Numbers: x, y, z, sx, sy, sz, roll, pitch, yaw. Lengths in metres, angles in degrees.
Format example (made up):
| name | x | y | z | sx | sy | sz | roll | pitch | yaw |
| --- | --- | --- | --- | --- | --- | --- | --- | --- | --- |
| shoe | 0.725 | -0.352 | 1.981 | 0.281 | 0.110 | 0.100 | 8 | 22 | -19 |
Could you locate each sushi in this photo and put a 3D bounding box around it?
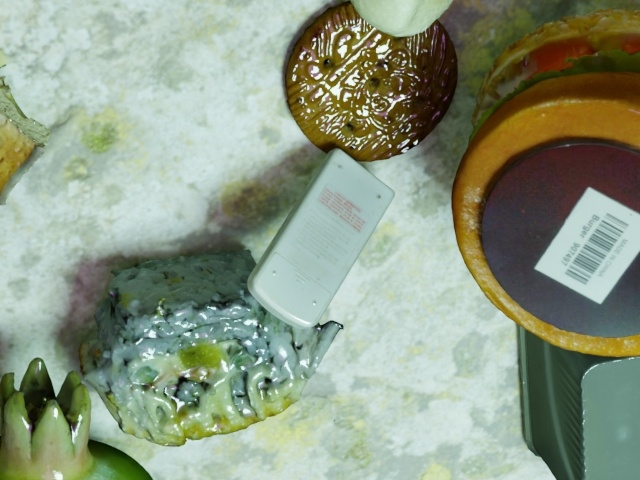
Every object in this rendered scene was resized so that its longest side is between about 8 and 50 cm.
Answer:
| name | x | y | z | sx | sy | sz | roll | pitch | yaw |
| --- | --- | --- | --- | --- | --- | --- | --- | --- | --- |
| sushi | -0.123 | 0.111 | 1.731 | 0.274 | 0.139 | 0.184 | -10 | 122 | -12 |

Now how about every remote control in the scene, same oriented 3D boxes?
| name | x | y | z | sx | sy | sz | roll | pitch | yaw |
| --- | --- | --- | --- | --- | --- | --- | --- | --- | --- |
| remote control | 0.000 | 0.000 | 1.676 | 0.087 | 0.029 | 0.190 | 36 | 67 | -13 |

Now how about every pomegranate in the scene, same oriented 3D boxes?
| name | x | y | z | sx | sy | sz | roll | pitch | yaw |
| --- | --- | --- | --- | --- | --- | --- | --- | --- | --- |
| pomegranate | -0.309 | 0.291 | 1.741 | 0.310 | 0.216 | 0.358 | 0 | 108 | -15 |

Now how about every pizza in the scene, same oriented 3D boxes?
| name | x | y | z | sx | sy | sz | roll | pitch | yaw |
| --- | --- | --- | --- | --- | --- | --- | --- | --- | --- |
| pizza | -0.376 | -0.104 | 1.600 | 0.188 | 0.080 | 0.204 | 39 | 114 | -4 |

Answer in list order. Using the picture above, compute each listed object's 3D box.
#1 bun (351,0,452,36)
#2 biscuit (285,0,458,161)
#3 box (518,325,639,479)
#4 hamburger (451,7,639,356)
| name | x | y | z | sx | sy | sz | roll | pitch | yaw |
| --- | --- | --- | --- | --- | --- | --- | --- | --- | --- |
| bun | 0.098 | -0.309 | 1.560 | 0.127 | 0.222 | 0.222 | 36 | 107 | 9 |
| biscuit | 0.055 | -0.167 | 1.692 | 0.188 | 0.027 | 0.187 | -6 | 119 | -11 |
| box | 0.319 | 0.176 | 1.850 | 0.138 | 0.178 | 0.274 | -12 | 120 | -8 |
| hamburger | 0.302 | -0.069 | 1.643 | 0.330 | 0.250 | 0.330 | 10 | 126 | 14 |
